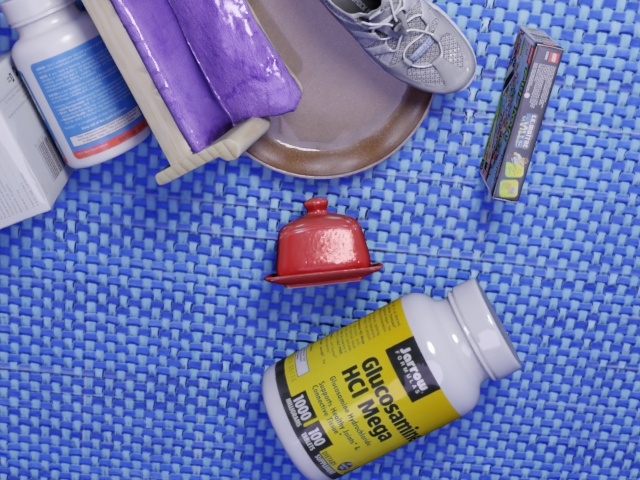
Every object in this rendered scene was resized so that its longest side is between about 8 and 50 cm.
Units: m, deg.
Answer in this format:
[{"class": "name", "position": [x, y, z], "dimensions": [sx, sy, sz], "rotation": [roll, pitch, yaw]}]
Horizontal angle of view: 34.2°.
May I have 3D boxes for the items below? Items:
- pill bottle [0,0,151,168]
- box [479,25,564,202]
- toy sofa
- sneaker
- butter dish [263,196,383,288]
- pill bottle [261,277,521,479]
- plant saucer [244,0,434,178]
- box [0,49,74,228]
[{"class": "pill bottle", "position": [-0.312, -0.214, 1.314], "dimensions": [0.124, 0.124, 0.221], "rotation": [-20, 112, 7]}, {"class": "box", "position": [0.259, -0.165, 1.354], "dimensions": [0.036, 0.114, 0.207], "rotation": [11, 111, -6]}, {"class": "toy sofa", "position": [-0.181, -0.267, 1.240], "dimensions": [0.177, 0.150, 0.362], "rotation": [-23, 102, 20]}, {"class": "sneaker", "position": [0.073, -0.265, 1.254], "dimensions": [0.281, 0.115, 0.105], "rotation": [35, 108, -14]}, {"class": "butter dish", "position": [0.000, 0.000, 1.414], "dimensions": [0.160, 0.160, 0.118], "rotation": [-7, 90, 1]}, {"class": "pill bottle", "position": [0.101, 0.190, 1.458], "dimensions": [0.334, 0.188, 0.188], "rotation": [-29, 110, 10]}, {"class": "plant saucer", "position": [-0.002, -0.233, 1.355], "dimensions": [0.311, 0.050, 0.310], "rotation": [-1, 112, -2]}, {"class": "box", "position": [-0.414, -0.126, 1.317], "dimensions": [0.119, 0.181, 0.182], "rotation": [-20, 112, 6]}]
